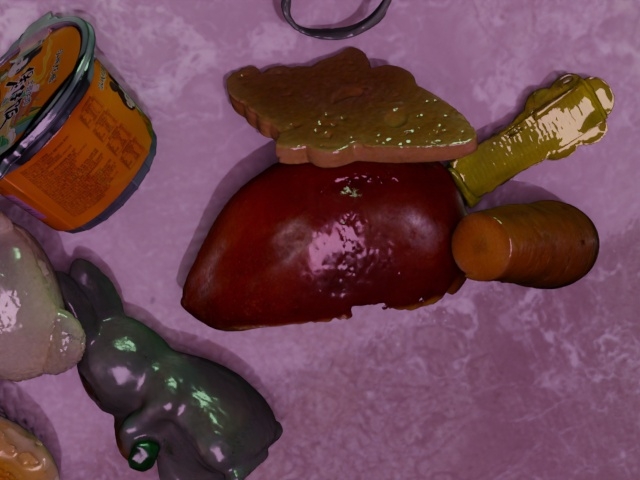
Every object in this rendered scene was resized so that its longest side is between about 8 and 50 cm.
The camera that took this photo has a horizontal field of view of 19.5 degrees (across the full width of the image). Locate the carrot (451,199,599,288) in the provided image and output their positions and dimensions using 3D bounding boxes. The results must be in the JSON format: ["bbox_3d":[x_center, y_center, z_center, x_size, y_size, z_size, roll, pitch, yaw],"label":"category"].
[{"bbox_3d":[0.191,0.004,1.662,0.087,0.193,0.087,0,91,27],"label":"carrot"}]

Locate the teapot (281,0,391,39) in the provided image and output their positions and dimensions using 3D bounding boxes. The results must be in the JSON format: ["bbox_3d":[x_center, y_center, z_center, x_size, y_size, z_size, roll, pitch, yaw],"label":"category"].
[{"bbox_3d":[0.005,-0.289,1.615,0.149,0.162,0.239,-5,115,3],"label":"teapot"}]

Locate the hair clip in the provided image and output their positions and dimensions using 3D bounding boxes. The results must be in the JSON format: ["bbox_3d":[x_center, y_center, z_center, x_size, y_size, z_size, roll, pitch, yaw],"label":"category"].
[{"bbox_3d":[0.195,-0.092,1.716,0.173,0.046,0.072,-36,103,-6],"label":"hair clip"}]

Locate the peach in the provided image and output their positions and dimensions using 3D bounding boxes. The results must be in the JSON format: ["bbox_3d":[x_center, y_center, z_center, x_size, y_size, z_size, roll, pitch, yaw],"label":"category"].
[{"bbox_3d":[0.002,-0.007,1.661,0.267,0.159,0.154,-8,95,-3],"label":"peach"}]

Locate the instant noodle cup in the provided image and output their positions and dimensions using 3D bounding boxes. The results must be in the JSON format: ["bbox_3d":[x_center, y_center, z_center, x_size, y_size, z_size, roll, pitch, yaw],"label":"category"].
[{"bbox_3d":[-0.223,-0.088,1.614,0.125,0.177,0.208,42,52,-30],"label":"instant noodle cup"}]

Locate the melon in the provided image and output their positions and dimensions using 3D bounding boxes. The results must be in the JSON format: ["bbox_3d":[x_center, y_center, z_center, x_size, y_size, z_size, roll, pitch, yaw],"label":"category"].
[{"bbox_3d":[-0.309,0.225,1.702,0.128,0.079,0.160,19,97,-28],"label":"melon"}]

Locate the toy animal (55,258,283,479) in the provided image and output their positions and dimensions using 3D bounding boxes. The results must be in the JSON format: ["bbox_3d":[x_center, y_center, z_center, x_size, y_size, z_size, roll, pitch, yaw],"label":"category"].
[{"bbox_3d":[-0.157,0.127,1.692,0.125,0.127,0.251,-44,87,14],"label":"toy animal"}]

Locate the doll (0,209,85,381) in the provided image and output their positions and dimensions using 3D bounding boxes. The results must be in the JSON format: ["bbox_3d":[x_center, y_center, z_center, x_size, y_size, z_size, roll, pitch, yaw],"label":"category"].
[{"bbox_3d":[-0.338,0.094,1.649,0.278,0.149,0.175,-35,95,14],"label":"doll"}]

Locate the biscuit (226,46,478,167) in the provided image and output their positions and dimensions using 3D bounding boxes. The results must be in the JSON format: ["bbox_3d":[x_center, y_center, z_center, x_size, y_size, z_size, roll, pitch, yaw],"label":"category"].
[{"bbox_3d":[0.027,-0.110,1.631,0.162,0.250,0.035,-49,142,-35],"label":"biscuit"}]
